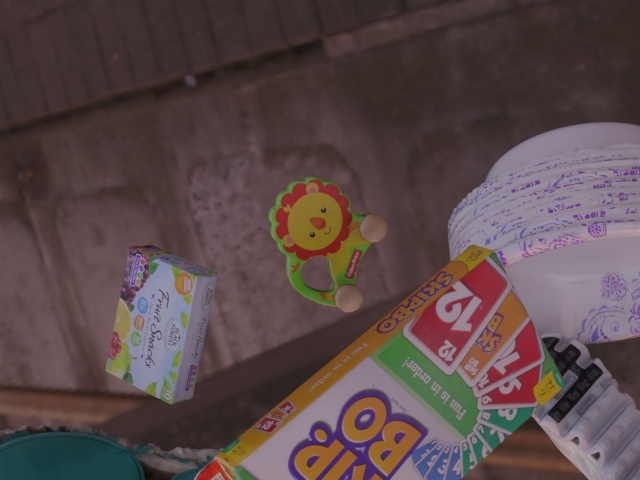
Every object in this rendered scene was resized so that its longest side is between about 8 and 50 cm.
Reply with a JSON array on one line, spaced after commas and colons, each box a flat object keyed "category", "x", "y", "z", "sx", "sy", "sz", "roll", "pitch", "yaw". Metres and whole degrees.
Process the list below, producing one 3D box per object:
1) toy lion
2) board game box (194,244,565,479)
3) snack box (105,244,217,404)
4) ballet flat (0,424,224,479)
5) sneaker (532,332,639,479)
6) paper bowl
[{"category": "toy lion", "x": 0.000, "y": 0.000, "z": 1.151, "sx": 0.034, "sy": 0.096, "sz": 0.100, "roll": -144, "pitch": 73, "yaw": -77}, {"category": "board game box", "x": 0.045, "y": 0.128, "z": 0.939, "sx": 0.124, "sy": 0.259, "sz": 0.039, "roll": 59, "pitch": 163, "yaw": -22}, {"category": "snack box", "x": -0.166, "y": 0.086, "z": 1.444, "sx": 0.100, "sy": 0.037, "sz": 0.141, "roll": 20, "pitch": 106, "yaw": 32}, {"category": "ballet flat", "x": -0.186, "y": 0.262, "z": 1.302, "sx": 0.147, "sy": 0.409, "sz": 0.147, "roll": -14, "pitch": 69, "yaw": 39}, {"category": "sneaker", "x": 0.310, "y": 0.218, "z": 1.430, "sx": 0.292, "sy": 0.110, "sz": 0.118, "roll": 48, "pitch": 173, "yaw": 10}, {"category": "paper bowl", "x": 0.267, "y": -0.012, "z": 1.368, "sx": 0.284, "sy": 0.284, "sz": 0.148, "roll": -40, "pitch": 47, "yaw": 52}]
